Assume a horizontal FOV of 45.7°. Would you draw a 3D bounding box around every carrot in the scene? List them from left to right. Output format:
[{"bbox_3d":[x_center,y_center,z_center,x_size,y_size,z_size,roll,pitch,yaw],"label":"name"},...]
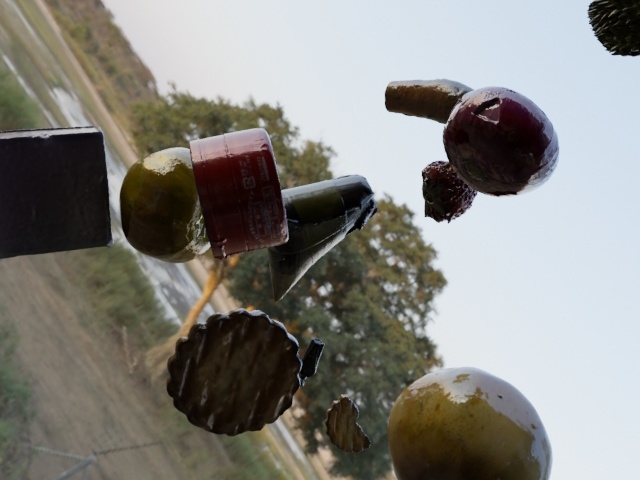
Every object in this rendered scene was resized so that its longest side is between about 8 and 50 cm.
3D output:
[{"bbox_3d":[0.335,-0.418,2.258,0.302,0.138,0.138,17,-29,31],"label":"carrot"}]

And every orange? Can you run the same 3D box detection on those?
[{"bbox_3d":[-0.349,-0.085,1.799,0.235,0.279,0.279,21,-20,20],"label":"orange"}]

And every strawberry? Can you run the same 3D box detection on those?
[{"bbox_3d":[0.399,-0.158,2.292,0.187,0.201,0.184,64,-24,14],"label":"strawberry"}]

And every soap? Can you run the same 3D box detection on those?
[{"bbox_3d":[-0.636,-0.110,1.736,0.107,0.296,0.285,-144,-128,-62],"label":"soap"}]

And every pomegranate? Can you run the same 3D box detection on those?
[{"bbox_3d":[0.364,0.521,1.898,0.416,0.417,0.416,57,-5,8],"label":"pomegranate"}]

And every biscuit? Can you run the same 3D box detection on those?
[{"bbox_3d":[-0.205,0.309,1.815,0.326,0.326,0.107,60,-3,-21],"label":"biscuit"},{"bbox_3d":[0.069,0.555,2.281,0.061,0.118,0.183,-146,-144,-78],"label":"biscuit"}]

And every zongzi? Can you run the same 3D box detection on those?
[{"bbox_3d":[0.000,0.000,1.914,0.154,0.289,0.317,-116,-162,-48],"label":"zongzi"}]

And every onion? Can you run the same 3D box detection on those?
[{"bbox_3d":[0.268,-0.146,1.122,0.177,0.153,0.177,60,-1,2],"label":"onion"}]

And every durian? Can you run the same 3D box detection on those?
[{"bbox_3d":[0.805,-0.567,1.925,0.394,0.198,0.163,-134,-153,-70],"label":"durian"}]

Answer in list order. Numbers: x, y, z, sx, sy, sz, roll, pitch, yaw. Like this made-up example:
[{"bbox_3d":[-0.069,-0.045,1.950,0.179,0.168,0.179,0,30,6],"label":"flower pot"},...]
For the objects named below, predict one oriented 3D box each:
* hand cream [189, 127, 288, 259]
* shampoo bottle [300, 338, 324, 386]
[{"bbox_3d":[-0.126,-0.074,1.177,0.193,0.125,0.193,169,-90,-83],"label":"hand cream"},{"bbox_3d":[-0.029,0.311,1.928,0.048,0.137,0.027,23,23,4],"label":"shampoo bottle"}]
